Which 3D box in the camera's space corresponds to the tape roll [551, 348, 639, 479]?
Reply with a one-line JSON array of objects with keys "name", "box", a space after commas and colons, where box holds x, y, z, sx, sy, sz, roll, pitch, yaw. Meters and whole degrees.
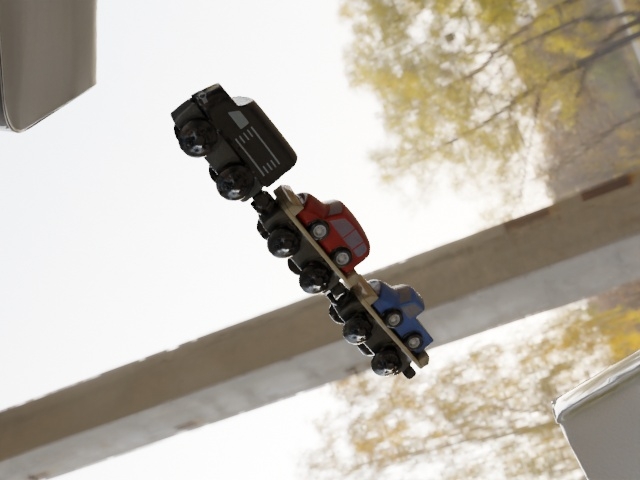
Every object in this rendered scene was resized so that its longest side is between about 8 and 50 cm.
[{"name": "tape roll", "box": [0.257, 0.193, 0.543, 0.286, 0.100, 0.286, 53, -168, -16]}]

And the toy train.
[{"name": "toy train", "box": [0.000, 0.000, 0.367, 0.158, 0.036, 0.027, 51, -179, -27]}]

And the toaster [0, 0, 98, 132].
[{"name": "toaster", "box": [-0.210, -0.126, 0.457, 0.185, 0.168, 0.110, -79, -6, -69]}]
